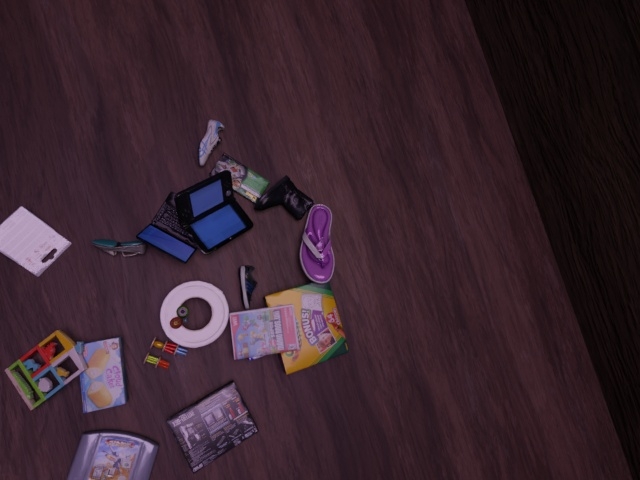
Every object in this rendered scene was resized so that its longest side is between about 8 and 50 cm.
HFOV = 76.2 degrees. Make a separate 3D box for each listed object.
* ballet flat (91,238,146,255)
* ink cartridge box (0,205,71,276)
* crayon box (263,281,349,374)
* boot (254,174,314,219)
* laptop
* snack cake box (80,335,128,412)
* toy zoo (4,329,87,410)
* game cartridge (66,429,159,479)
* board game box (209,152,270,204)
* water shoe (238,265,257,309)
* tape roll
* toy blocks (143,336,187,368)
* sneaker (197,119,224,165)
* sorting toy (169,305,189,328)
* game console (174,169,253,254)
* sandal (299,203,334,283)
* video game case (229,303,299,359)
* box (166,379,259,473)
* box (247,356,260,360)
[{"bbox_3d":[-0.861,0.036,1.746,0.213,0.072,0.068,1,110,-15],"label":"ballet flat"},{"bbox_3d":[-1.188,0.004,1.667,0.232,0.066,0.189,47,69,-27],"label":"ink cartridge box"},{"bbox_3d":[-0.069,0.392,1.908,0.313,0.106,0.363,-15,85,-19],"label":"crayon box"},{"bbox_3d":[-0.170,-0.174,1.981,0.207,0.094,0.246,45,65,-2],"label":"boot"},{"bbox_3d":[-0.626,-0.062,1.796,0.234,0.136,0.264,31,76,-11],"label":"laptop"},{"bbox_3d":[-0.871,0.533,1.642,0.152,0.089,0.264,-8,83,-17],"label":"snack cake box"},{"bbox_3d":[-1.036,0.482,1.572,0.293,0.030,0.192,-39,84,-3],"label":"toy zoo"},{"bbox_3d":[-0.814,0.865,1.622,0.297,0.062,0.198,17,80,-14],"label":"game cartridge"},{"bbox_3d":[-0.389,-0.298,1.971,0.260,0.030,0.136,33,70,-10],"label":"board game box"},{"bbox_3d":[-0.326,0.214,1.877,0.080,0.073,0.203,-5,82,-20],"label":"water shoe"},{"bbox_3d":[-0.544,0.318,1.777,0.286,0.100,0.286,3,79,-16],"label":"tape roll"},{"bbox_3d":[-0.653,0.489,1.729,0.148,0.054,0.123,23,83,-11],"label":"toy blocks"},{"bbox_3d":[-0.520,-0.458,1.928,0.086,0.085,0.237,18,77,-9],"label":"sneaker"},{"bbox_3d":[-0.579,0.320,1.690,0.061,0.042,0.102,28,73,-11],"label":"sorting toy"},{"bbox_3d":[-0.460,-0.129,1.808,0.173,0.250,0.293,33,50,27],"label":"game console"},{"bbox_3d":[-0.016,0.000,1.953,0.169,0.102,0.416,1,64,-7],"label":"sandal"},{"bbox_3d":[-0.247,0.401,1.800,0.285,0.025,0.204,-7,84,-7],"label":"video game case"},{"bbox_3d":[-0.454,0.784,1.735,0.307,0.076,0.242,-28,89,-20],"label":"box"},{"bbox_3d":[-0.280,0.459,1.849,0.137,0.072,0.126,-16,86,-20],"label":"box"}]
